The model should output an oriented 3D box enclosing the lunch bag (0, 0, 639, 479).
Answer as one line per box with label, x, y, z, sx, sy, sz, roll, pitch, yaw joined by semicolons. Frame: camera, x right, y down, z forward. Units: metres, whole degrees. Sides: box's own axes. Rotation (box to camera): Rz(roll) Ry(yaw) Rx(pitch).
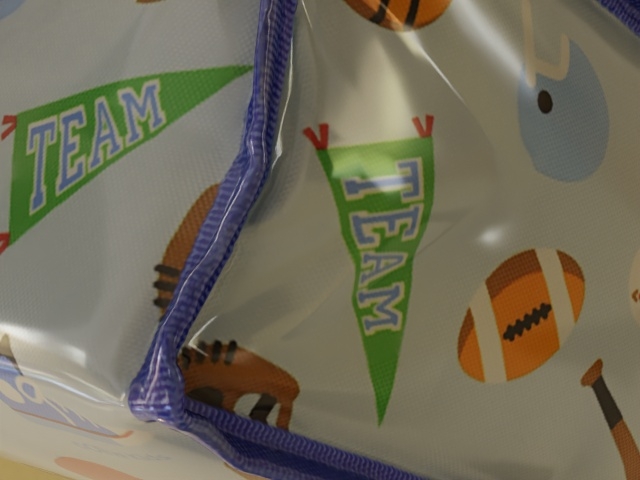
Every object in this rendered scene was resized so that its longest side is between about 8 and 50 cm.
lunch bag;0.000;0.000;0.619;0.328;0.239;0.385;8;165;46
